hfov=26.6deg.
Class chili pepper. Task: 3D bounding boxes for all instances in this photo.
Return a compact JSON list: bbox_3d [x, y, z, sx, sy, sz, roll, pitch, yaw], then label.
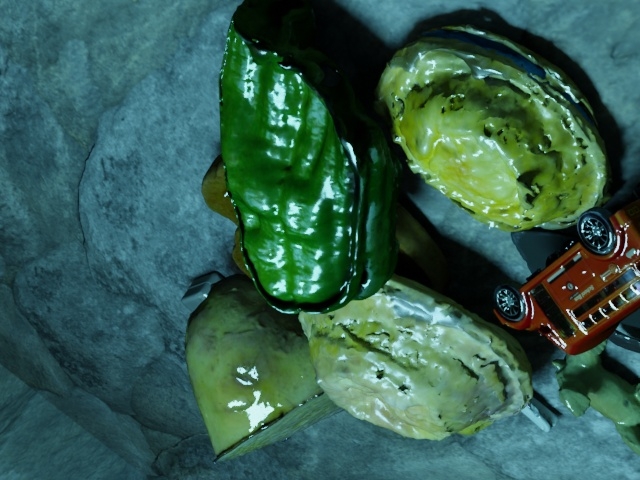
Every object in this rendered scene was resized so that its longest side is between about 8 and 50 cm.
[{"bbox_3d":[-0.003,-0.096,1.548,0.213,0.167,0.385,11,128,26],"label":"chili pepper"}]

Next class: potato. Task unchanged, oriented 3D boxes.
[{"bbox_3d":[-0.077,0.166,2.055,0.237,0.301,0.289,61,-178,14],"label":"potato"}]

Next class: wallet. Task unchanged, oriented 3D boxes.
[{"bbox_3d":[0.347,0.052,1.521,0.285,0.030,0.146,14,146,49],"label":"wallet"}]

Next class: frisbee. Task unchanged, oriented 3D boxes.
[{"bbox_3d":[0.426,0.141,1.547,0.211,0.012,0.187,26,170,14],"label":"frisbee"}]

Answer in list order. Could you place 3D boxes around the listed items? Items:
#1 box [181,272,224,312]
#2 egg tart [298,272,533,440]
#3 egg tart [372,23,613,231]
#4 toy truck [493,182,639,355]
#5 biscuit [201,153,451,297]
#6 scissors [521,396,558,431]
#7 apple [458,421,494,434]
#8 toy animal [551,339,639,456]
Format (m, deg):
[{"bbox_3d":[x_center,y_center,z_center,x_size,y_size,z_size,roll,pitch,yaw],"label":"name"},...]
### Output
[{"bbox_3d":[-0.120,0.155,2.275,0.243,0.055,0.103,43,153,-15],"label":"box"},{"bbox_3d":[0.106,0.162,1.778,0.352,0.150,0.352,25,156,12],"label":"egg tart"},{"bbox_3d":[0.175,-0.098,1.415,0.290,0.107,0.291,28,154,15],"label":"egg tart"},{"bbox_3d":[0.293,0.039,1.425,0.114,0.107,0.253,56,144,11],"label":"toy truck"},{"bbox_3d":[0.000,0.000,1.839,0.359,0.074,0.381,46,154,-20],"label":"biscuit"},{"bbox_3d":[0.236,0.185,1.908,0.242,0.030,0.118,40,156,-3],"label":"scissors"},{"bbox_3d":[0.218,0.245,1.973,0.071,0.084,0.084,51,163,29],"label":"apple"},{"bbox_3d":[0.378,0.207,1.721,0.218,0.103,0.101,37,174,-6],"label":"toy animal"}]
